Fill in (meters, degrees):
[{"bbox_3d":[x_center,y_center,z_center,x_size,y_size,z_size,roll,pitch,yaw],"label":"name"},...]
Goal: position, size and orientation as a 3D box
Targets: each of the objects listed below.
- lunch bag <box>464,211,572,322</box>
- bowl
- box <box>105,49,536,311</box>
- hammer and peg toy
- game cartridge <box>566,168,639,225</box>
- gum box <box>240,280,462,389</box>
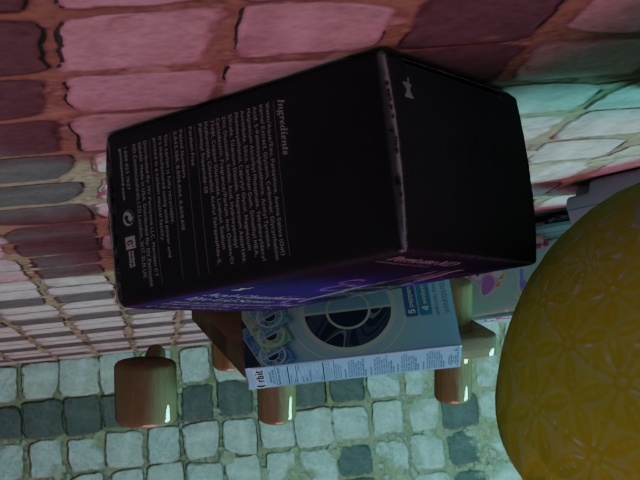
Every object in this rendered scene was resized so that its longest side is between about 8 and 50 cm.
[{"bbox_3d":[0.274,0.036,1.343,0.224,0.108,0.279,-8,171,32],"label":"lunch bag"},{"bbox_3d":[0.238,0.032,0.647,0.289,0.156,0.289,-4,-149,2],"label":"bowl"},{"bbox_3d":[0.000,-0.024,0.709,0.207,0.108,0.153,-12,170,36],"label":"box"},{"bbox_3d":[-0.038,0.087,1.212,0.361,0.127,0.266,-4,-169,-17],"label":"hammer and peg toy"},{"bbox_3d":[0.388,-0.038,1.124,0.196,0.060,0.294,-18,166,39],"label":"game cartridge"},{"bbox_3d":[0.021,0.047,1.055,0.184,0.157,0.041,-6,143,-1],"label":"gum box"}]
